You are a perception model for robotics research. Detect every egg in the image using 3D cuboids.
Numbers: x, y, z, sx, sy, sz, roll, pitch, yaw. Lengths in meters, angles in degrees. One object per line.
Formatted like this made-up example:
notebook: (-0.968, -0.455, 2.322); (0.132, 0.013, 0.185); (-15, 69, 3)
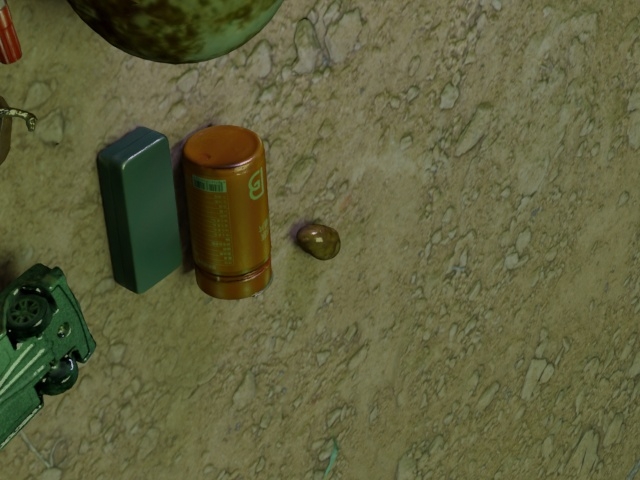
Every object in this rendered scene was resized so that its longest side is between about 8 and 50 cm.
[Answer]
egg: (-0.147, -0.306, 1.564); (0.238, 0.238, 0.289); (-44, 122, -31)

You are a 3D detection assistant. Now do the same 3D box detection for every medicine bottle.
medicine bottle: (-0.107, -0.032, 1.938); (0.096, 0.096, 0.192); (-38, 138, -38)

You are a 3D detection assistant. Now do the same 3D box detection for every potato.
potato: (-0.318, -0.094, 1.634); (0.037, 0.036, 0.093); (25, 89, -56)
potato: (0.000, 0.000, 2.170); (0.046, 0.045, 0.092); (-61, 152, -4)

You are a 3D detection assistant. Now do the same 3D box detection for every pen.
pen: (-0.318, -0.261, 1.530); (0.028, 0.028, 0.239); (-45, 143, -30)

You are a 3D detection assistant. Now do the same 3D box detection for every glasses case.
glasses case: (-0.200, -0.033, 1.852); (0.078, 0.039, 0.184); (-38, 139, -37)

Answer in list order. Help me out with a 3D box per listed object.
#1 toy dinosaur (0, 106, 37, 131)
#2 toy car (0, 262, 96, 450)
toy dinosaur: (-0.346, -0.129, 1.563); (0.058, 0.037, 0.180); (-54, 144, 7)
toy car: (-0.367, 0.162, 1.678); (0.321, 0.097, 0.141); (-47, 144, -26)
